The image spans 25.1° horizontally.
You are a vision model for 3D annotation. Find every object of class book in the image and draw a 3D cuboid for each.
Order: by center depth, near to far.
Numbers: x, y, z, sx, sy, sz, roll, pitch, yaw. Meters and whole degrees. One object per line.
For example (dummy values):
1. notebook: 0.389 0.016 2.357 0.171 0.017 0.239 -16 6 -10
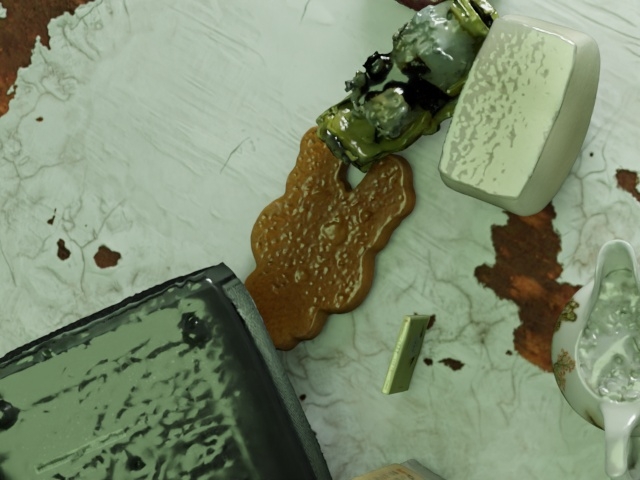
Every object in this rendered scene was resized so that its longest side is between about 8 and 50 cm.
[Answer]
1. book: 0.116 0.153 1.939 0.014 0.077 0.111 19 96 23

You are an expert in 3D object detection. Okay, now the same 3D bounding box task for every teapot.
1. teapot: 0.383 0.151 1.768 0.204 0.139 0.298 -7 84 25

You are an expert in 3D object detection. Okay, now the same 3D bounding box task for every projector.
1. projector: -0.223 0.280 1.929 0.395 0.242 0.405 -24 91 5

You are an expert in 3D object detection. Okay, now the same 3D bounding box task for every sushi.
1. sushi: 0.125 -0.204 1.904 0.291 0.131 0.139 -42 67 12

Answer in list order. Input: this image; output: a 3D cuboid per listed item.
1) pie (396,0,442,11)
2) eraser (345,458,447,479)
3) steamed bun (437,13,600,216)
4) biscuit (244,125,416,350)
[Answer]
1. pie: 0.171 -0.417 1.949 0.204 0.054 0.218 1 89 28
2. eraser: 0.057 0.368 1.810 0.078 0.343 0.144 29 100 21
3. steamed bun: 0.261 -0.159 1.829 0.146 0.164 0.241 23 97 25
4. biscuit: 0.000 0.000 2.025 0.202 0.047 0.333 33 100 25
